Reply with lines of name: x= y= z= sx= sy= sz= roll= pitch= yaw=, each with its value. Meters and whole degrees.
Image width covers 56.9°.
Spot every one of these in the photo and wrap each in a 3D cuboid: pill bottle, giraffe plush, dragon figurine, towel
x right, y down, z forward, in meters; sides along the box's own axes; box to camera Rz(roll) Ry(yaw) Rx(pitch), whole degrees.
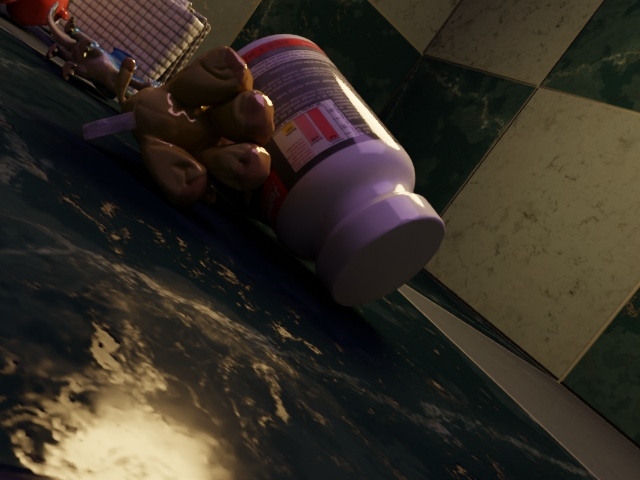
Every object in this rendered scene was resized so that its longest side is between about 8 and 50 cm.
pill bottle: x=0.001 y=-0.103 z=0.829 sx=0.210 sy=0.210 sz=0.363 roll=26 pitch=26 yaw=-57
giraffe plush: x=-0.155 y=-0.120 z=0.731 sx=0.210 sy=0.182 sz=0.170 roll=2 pitch=-6 yaw=3
dragon figurine: x=-0.373 y=-0.297 z=1.003 sx=0.289 sy=0.085 sz=0.144 roll=41 pitch=8 yaw=34
towel: x=-0.394 y=-0.436 z=1.249 sx=0.283 sy=0.235 sz=0.121 roll=38 pitch=1 yaw=14

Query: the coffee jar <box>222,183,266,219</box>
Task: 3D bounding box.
coffee jar: x=-0.120 y=-0.108 z=1.015 sx=0.184 sy=0.079 sz=0.096 roll=40 pitch=8 yaw=27

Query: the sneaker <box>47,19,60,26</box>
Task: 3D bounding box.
sneaker: x=-0.490 y=-0.492 z=1.424 sx=0.292 sy=0.169 sz=0.108 roll=30 pitch=11 yaw=-38

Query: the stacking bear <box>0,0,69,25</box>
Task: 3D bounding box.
stacking bear: x=-0.578 y=-0.489 z=1.041 sx=0.175 sy=0.164 sz=0.289 roll=40 pitch=3 yaw=31
